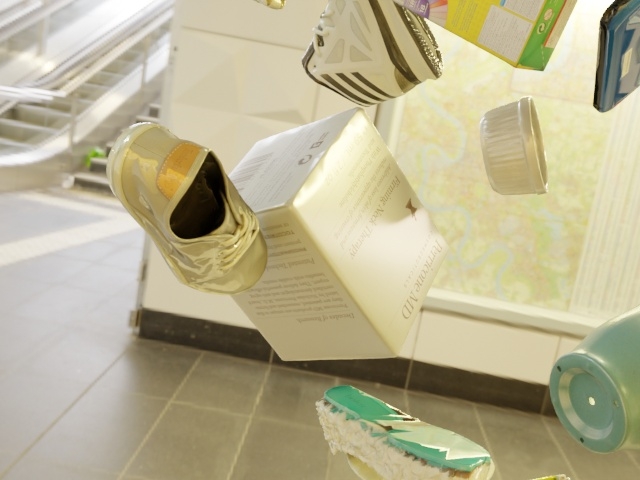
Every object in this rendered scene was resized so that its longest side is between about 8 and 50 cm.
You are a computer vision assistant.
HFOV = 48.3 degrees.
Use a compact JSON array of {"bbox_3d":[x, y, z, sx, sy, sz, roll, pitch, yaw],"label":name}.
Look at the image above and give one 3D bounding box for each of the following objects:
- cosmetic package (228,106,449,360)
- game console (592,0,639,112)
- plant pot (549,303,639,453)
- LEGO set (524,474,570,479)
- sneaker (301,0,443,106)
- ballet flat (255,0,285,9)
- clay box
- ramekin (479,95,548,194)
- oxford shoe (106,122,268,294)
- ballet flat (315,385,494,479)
[{"bbox_3d":[0.000,0.000,1.494,0.327,0.394,0.329,-11,35,42],"label":"cosmetic package"},{"bbox_3d":[0.440,-0.363,1.004,0.173,0.250,0.293,52,5,24],"label":"game console"},{"bbox_3d":[0.573,0.261,1.304,0.255,0.272,0.271,-12,19,-23],"label":"plant pot"},{"bbox_3d":[0.232,0.286,0.684,0.132,0.107,0.287,-17,-19,32],"label":"LEGO set"},{"bbox_3d":[0.027,-0.459,1.386,0.257,0.448,0.169,-24,14,28],"label":"sneaker"},{"bbox_3d":[-0.059,-0.416,1.129,0.076,0.079,0.221,-5,-6,-41],"label":"ballet flat"},{"bbox_3d":[0.149,-0.268,0.692,0.053,0.128,0.222,-5,37,-40],"label":"clay box"},{"bbox_3d":[0.409,-0.193,1.508,0.109,0.207,0.207,-9,3,23],"label":"ramekin"},{"bbox_3d":[-0.162,-0.016,1.089,0.130,0.169,0.449,19,-19,22],"label":"oxford shoe"},{"bbox_3d":[0.127,0.345,1.144,0.146,0.147,0.409,4,3,-28],"label":"ballet flat"}]
